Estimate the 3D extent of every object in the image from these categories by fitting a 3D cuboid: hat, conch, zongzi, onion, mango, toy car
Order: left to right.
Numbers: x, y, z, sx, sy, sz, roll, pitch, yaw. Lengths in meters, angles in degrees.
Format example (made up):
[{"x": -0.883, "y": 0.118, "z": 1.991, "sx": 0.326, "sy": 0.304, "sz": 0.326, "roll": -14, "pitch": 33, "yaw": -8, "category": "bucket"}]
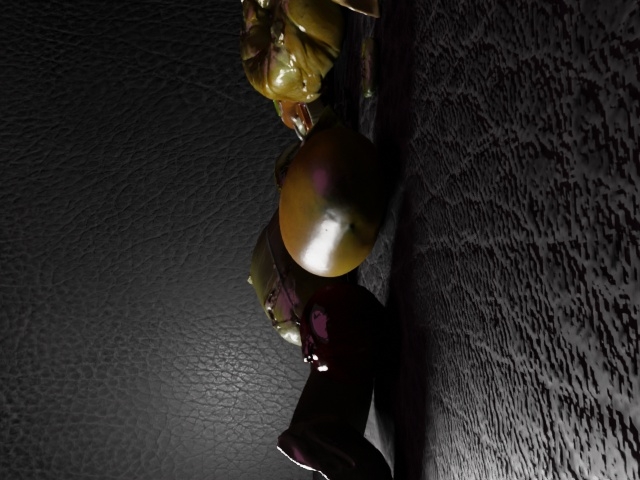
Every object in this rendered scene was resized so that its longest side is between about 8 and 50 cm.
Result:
[{"x": -0.027, "y": -0.326, "z": 1.535, "sx": 0.235, "sy": 0.145, "sz": 0.235, "roll": 162, "pitch": 90, "yaw": -83, "category": "toy car"}, {"x": -0.004, "y": -0.149, "z": 1.121, "sx": 0.187, "sy": 0.124, "sz": 0.181, "roll": -61, "pitch": 18, "yaw": 2, "category": "conch"}, {"x": 0.000, "y": 0.000, "z": 1.219, "sx": 0.393, "sy": 0.174, "sz": 0.356, "roll": -63, "pitch": 26, "yaw": 12, "category": "zongzi"}, {"x": 0.018, "y": -0.058, "z": 0.805, "sx": 0.254, "sy": 0.139, "sz": 0.175, "roll": 110, "pitch": 148, "yaw": -58, "category": "mango"}, {"x": 0.031, "y": 0.120, "z": 0.758, "sx": 0.131, "sy": 0.131, "sz": 0.131, "roll": 179, "pitch": 90, "yaw": -86, "category": "onion"}, {"x": 0.056, "y": 0.265, "z": 0.787, "sx": 0.244, "sy": 0.149, "sz": 0.214, "roll": -55, "pitch": -45, "yaw": -33, "category": "hat"}]

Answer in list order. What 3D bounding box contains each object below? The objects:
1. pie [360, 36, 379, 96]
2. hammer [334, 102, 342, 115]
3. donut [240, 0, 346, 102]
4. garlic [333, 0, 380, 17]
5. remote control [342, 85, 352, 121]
[{"x": 0.067, "y": -0.244, "z": 0.844, "sx": 0.084, "sy": 0.021, "sz": 0.084, "roll": 180, "pitch": 90, "yaw": -86, "category": "pie"}, {"x": 0.043, "y": -0.226, "z": 1.250, "sx": 0.182, "sy": 0.017, "sz": 0.062, "roll": -97, "pitch": 7, "yaw": -46, "category": "hammer"}, {"x": -0.064, "y": -0.472, "z": 1.284, "sx": 0.360, "sy": 0.170, "sz": 0.360, "roll": 179, "pitch": 90, "yaw": -66, "category": "donut"}, {"x": 0.004, "y": -0.429, "z": 0.889, "sx": 0.338, "sy": 0.151, "sz": 0.196, "roll": -104, "pitch": -12, "yaw": -64, "category": "garlic"}, {"x": 0.051, "y": -0.260, "z": 1.135, "sx": 0.096, "sy": 0.014, "sz": 0.039, "roll": -95, "pitch": 5, "yaw": -56, "category": "remote control"}]
